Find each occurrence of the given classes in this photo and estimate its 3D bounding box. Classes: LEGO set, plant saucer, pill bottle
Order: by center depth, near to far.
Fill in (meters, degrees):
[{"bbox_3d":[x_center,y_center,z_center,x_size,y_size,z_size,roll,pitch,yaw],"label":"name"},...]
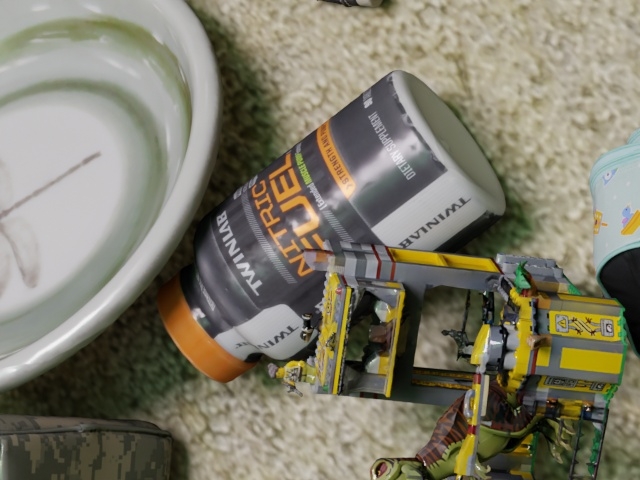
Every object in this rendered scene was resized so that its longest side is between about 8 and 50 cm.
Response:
[{"bbox_3d":[0.060,0.143,1.214,0.192,0.255,0.331,6,111,-6],"label":"LEGO set"},{"bbox_3d":[0.000,0.000,1.350,0.246,0.130,0.130,-38,71,16],"label":"pill bottle"},{"bbox_3d":[-0.240,-0.032,1.434,0.400,0.100,0.400,-13,54,19],"label":"plant saucer"}]

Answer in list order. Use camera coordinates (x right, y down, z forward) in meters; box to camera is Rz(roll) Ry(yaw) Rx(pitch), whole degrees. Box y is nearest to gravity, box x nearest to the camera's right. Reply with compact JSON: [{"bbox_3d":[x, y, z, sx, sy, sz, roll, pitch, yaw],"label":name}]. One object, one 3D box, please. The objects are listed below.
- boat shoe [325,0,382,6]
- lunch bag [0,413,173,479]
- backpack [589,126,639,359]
[{"bbox_3d":[0.017,-0.276,1.404,0.065,0.075,0.206,3,90,21],"label":"boat shoe"},{"bbox_3d":[-0.251,0.254,1.339,0.212,0.305,0.256,-4,81,24],"label":"lunch bag"},{"bbox_3d":[0.256,-0.006,1.205,0.166,0.188,0.144,-7,69,25],"label":"backpack"}]
